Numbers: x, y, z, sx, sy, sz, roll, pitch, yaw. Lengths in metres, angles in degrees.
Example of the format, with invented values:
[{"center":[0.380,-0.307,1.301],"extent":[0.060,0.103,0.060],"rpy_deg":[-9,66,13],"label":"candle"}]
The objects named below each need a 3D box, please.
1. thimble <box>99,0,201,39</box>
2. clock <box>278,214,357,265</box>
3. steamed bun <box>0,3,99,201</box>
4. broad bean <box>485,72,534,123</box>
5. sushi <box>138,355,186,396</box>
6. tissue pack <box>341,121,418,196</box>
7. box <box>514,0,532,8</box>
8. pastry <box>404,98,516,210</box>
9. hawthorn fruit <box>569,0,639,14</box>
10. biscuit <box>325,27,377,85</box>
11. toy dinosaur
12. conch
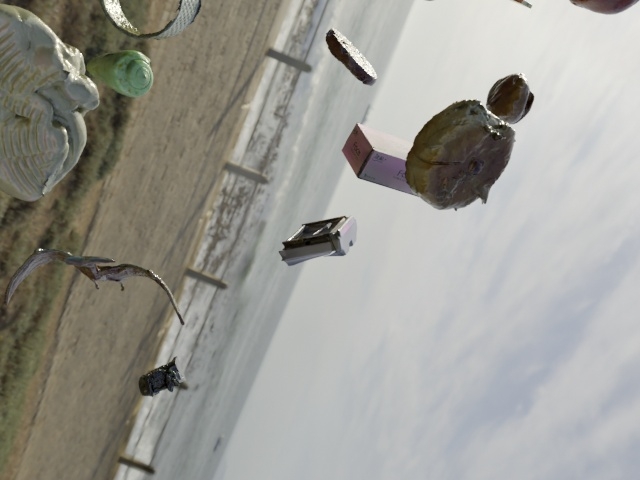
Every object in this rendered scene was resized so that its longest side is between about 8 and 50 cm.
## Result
[{"center":[-0.493,-0.720,1.946],"extent":[0.150,0.271,0.270],"rpy_deg":[-65,178,-70],"label":"thimble"},{"center":[0.000,0.000,1.979],"extent":[0.253,0.187,0.083],"rpy_deg":[-47,124,-68],"label":"clock"},{"center":[-0.530,-0.245,1.162],"extent":[0.206,0.275,0.320],"rpy_deg":[-115,-137,-63],"label":"steamed bun"},{"center":[0.573,-0.425,2.015],"extent":[0.156,0.122,0.228],"rpy_deg":[-61,-173,10],"label":"broad bean"},{"center":[-0.329,0.286,1.384],"extent":[0.085,0.083,0.056],"rpy_deg":[-153,-136,-85],"label":"sushi"},{"center":[0.192,-0.203,1.738],"extent":[0.092,0.246,0.148],"rpy_deg":[-61,-148,27],"label":"tissue pack"},{"center":[0.564,-0.700,1.951],"extent":[0.058,0.093,0.015],"rpy_deg":[0,122,-46],"label":"box"},{"center":[0.294,-0.169,1.414],"extent":[0.235,0.257,0.121],"rpy_deg":[-51,-131,16],"label":"pastry"},{"center":[0.507,-0.518,1.287],"extent":[0.285,0.165,0.165],"rpy_deg":[-121,-129,-68],"label":"hawthorn fruit"},{"center":[0.083,-0.499,1.843],"extent":[0.049,0.192,0.192],"rpy_deg":[-38,-168,22],"label":"biscuit"},{"center":[-0.437,0.098,1.341],"extent":[0.207,0.327,0.112],"rpy_deg":[-22,-125,57],"label":"toy dinosaur"},{"center":[-0.609,-0.531,2.089],"extent":[0.143,0.137,0.251],"rpy_deg":[-55,-139,0],"label":"conch"}]
